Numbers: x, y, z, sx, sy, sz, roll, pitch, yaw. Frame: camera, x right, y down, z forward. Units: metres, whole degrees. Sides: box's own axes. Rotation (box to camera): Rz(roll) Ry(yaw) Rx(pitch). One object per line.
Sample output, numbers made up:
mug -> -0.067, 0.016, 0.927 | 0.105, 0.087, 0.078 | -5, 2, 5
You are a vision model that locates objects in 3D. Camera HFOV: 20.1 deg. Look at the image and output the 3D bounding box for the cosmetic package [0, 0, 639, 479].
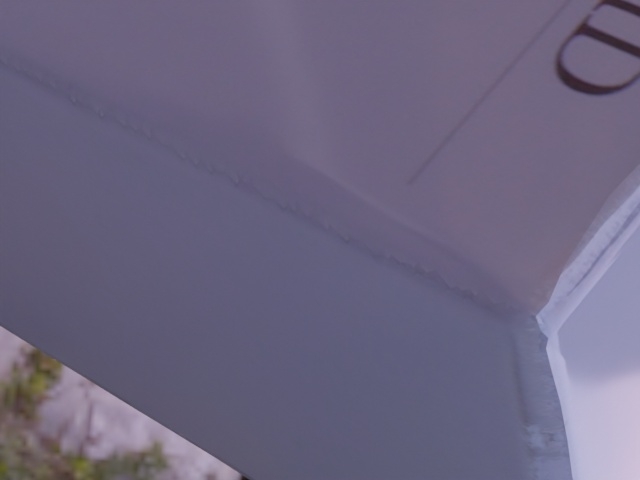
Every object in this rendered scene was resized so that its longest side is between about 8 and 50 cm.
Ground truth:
cosmetic package -> -0.051, -0.099, 0.535 | 0.230, 0.453, 0.161 | -48, 146, -24
